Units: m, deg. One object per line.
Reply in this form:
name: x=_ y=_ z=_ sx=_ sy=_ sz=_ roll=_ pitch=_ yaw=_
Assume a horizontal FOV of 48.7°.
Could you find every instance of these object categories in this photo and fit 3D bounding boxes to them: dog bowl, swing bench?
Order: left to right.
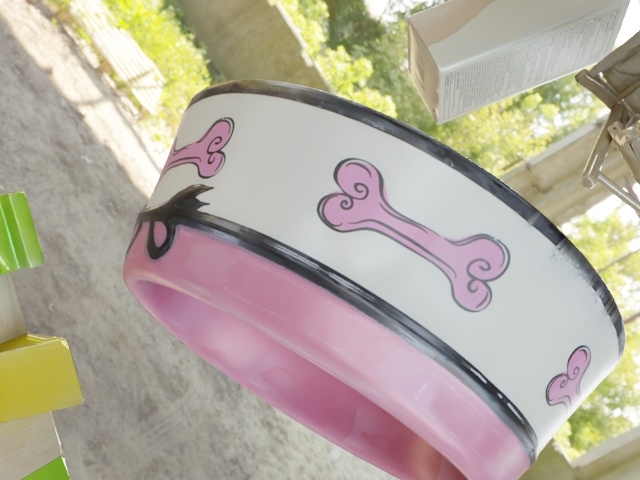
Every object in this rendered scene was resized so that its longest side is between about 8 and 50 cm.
dog bowl: x=0.018 y=0.065 z=0.584 sx=0.408 sy=0.150 sz=0.408 roll=29 pitch=-19 yaw=11
swing bench: x=0.472 y=-0.173 z=0.875 sx=0.165 sy=0.253 sz=0.254 roll=33 pitch=47 yaw=-17

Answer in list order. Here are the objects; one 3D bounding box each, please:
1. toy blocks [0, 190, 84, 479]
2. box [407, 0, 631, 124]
toy blocks: x=-0.323 y=0.054 z=0.406 sx=0.261 sy=0.191 sz=0.381 roll=-25 pitch=109 yaw=-49
box: x=0.301 y=-0.317 z=1.108 sx=0.148 sy=0.311 sz=0.121 roll=77 pitch=-9 yaw=-63
